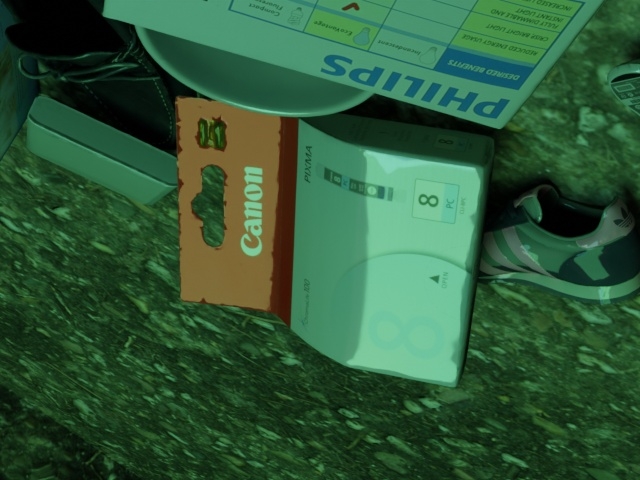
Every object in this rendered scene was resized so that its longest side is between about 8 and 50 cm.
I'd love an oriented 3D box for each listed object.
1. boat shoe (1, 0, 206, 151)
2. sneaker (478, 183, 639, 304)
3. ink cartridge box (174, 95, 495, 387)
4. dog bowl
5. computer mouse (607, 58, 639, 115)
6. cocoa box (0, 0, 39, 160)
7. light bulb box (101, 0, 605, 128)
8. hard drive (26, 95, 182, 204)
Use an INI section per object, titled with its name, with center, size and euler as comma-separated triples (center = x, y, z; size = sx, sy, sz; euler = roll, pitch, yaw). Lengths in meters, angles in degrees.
[boat shoe]
center = -0.275, -0.250, 1.415
size = 0.187, 0.156, 0.500
euler = 10, 150, 22
[sneaker]
center = 0.240, -0.017, 1.502
size = 0.319, 0.112, 0.131
euler = 8, 124, 32
[ink cartridge box]
center = 0.000, 0.000, 1.480
size = 0.385, 0.091, 0.308
euler = 9, 122, 9
[dog bowl]
center = -0.052, -0.240, 1.262
size = 0.265, 0.104, 0.265
euler = 10, 154, 5
[computer mouse]
center = 0.364, -0.134, 1.243
size = 0.193, 0.042, 0.106
euler = 36, 155, -33
[cocoa box]
center = -0.507, -0.229, 1.541
size = 0.228, 0.231, 0.347
euler = 23, 152, 2
[light bulb box]
center = 0.053, -0.305, 0.895
size = 0.358, 0.225, 0.361
euler = 14, 150, -11
[hard drive]
center = -0.298, -0.114, 1.665
size = 0.203, 0.040, 0.307
euler = 25, 172, -11
